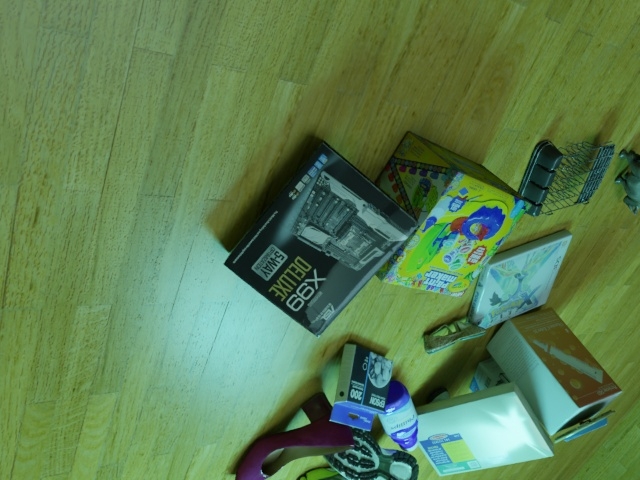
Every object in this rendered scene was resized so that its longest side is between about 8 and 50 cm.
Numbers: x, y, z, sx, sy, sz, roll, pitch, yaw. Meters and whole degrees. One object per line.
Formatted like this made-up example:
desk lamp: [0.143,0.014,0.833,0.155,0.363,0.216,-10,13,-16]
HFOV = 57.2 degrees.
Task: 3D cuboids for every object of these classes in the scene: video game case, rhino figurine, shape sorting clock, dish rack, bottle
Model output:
video game case: [0.608,0.132,1.812,0.329,0.036,0.300,-17,133,-23]
rhino figurine: [0.935,-0.162,1.737,0.073,0.106,0.243,-32,137,-7]
shape sorting clock: [0.810,0.571,1.805,0.206,0.040,0.206,-18,154,-9]
dish rack: [0.661,-0.173,1.567,0.271,0.074,0.208,-14,133,-27]
bottle: [0.248,0.565,1.858,0.118,0.092,0.283,-26,126,-6]

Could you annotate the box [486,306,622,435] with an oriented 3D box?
box: [0.748,0.415,1.908,0.215,0.345,0.168,-8,139,-30]

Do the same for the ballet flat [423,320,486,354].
ballet flat: [0.402,0.280,1.767,0.206,0.067,0.073,-16,171,-18]

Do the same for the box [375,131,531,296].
box: [0.259,-0.047,1.315,0.290,0.177,0.279,13,118,-41]

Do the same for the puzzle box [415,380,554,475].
puzzle box: [0.499,0.618,1.901,0.409,0.052,0.272,-25,107,31]

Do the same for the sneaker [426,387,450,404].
sneaker: [0.438,0.640,2.046,0.090,0.145,0.270,-19,134,-22]

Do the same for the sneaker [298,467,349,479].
sneaker: [0.071,0.820,1.961,0.300,0.121,0.111,-5,128,-32]

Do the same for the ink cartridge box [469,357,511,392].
ink cartridge box: [0.628,0.531,2.043,0.086,0.203,0.148,-14,132,-25]

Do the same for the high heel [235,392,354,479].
high heel: [-0.080,0.608,1.631,0.377,0.181,0.127,-47,137,8]

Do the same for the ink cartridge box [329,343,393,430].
ink cartridge box: [0.118,0.409,1.616,0.206,0.045,0.208,31,65,-46]

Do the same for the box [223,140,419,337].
box: [0.000,0.000,1.152,0.242,0.076,0.307,40,101,-8]

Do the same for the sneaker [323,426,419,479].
sneaker: [0.121,0.706,1.882,0.410,0.182,0.158,36,58,-27]
